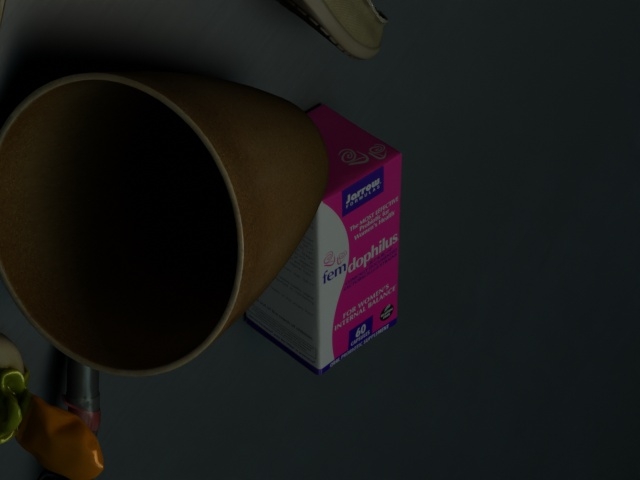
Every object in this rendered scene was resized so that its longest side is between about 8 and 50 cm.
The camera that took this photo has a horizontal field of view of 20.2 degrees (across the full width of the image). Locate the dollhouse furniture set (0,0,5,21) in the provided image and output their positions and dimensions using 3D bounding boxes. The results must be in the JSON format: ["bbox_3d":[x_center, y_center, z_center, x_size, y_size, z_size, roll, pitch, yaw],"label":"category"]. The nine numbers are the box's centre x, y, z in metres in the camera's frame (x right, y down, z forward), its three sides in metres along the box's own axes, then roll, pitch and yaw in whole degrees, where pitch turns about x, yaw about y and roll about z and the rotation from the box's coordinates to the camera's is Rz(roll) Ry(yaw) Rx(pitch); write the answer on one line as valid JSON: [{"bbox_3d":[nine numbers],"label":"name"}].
[{"bbox_3d":[-0.287,-0.147,1.247,0.123,0.151,0.144,12,116,-11],"label":"dollhouse furniture set"}]

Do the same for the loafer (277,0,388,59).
[{"bbox_3d":[-0.006,-0.238,1.497,0.092,0.102,0.268,-50,147,2],"label":"loafer"}]

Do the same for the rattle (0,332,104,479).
[{"bbox_3d":[-0.290,0.146,1.440,0.130,0.143,0.199,-39,154,7],"label":"rattle"}]

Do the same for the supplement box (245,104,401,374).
[{"bbox_3d":[0.000,0.000,1.706,0.111,0.114,0.220,-32,139,-31],"label":"supplement box"}]

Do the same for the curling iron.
[{"bbox_3d":[-0.222,0.146,1.602,0.035,0.068,0.274,-20,128,-41],"label":"curling iron"}]

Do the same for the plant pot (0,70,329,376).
[{"bbox_3d":[-0.101,-0.039,1.463,0.254,0.237,0.237,-26,139,-57],"label":"plant pot"}]
